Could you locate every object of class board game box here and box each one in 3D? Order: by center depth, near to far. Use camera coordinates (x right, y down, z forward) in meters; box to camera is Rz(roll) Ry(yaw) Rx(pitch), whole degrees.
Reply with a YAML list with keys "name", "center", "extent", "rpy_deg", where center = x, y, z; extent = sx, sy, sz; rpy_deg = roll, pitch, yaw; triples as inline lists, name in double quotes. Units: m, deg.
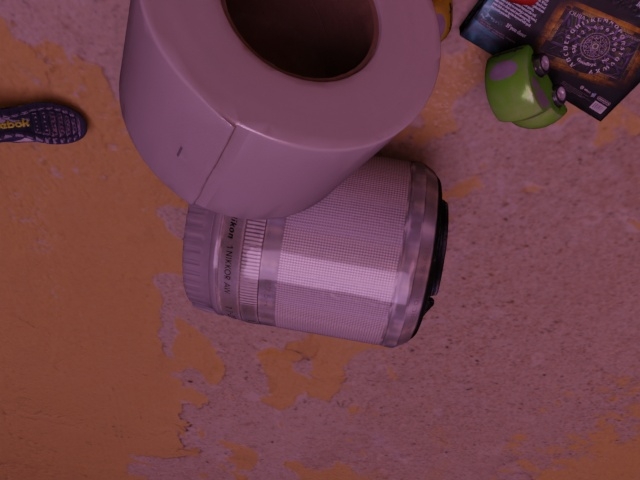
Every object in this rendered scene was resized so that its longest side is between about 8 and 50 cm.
- name: "board game box"
  center: [0.252, -0.214, 0.573]
  extent: [0.186, 0.026, 0.126]
  rpy_deg: [26, 131, -12]

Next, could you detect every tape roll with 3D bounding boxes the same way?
- name: "tape roll"
  center: [-0.043, -0.157, 0.503]
  extent: [0.246, 0.246, 0.169]
  rpy_deg: [28, 157, -14]

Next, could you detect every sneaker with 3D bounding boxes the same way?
- name: "sneaker"
  center: [-0.374, -0.150, 0.741]
  extent: [0.144, 0.059, 0.053]
  rpy_deg: [-1, 101, -9]

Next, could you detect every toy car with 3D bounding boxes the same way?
- name: "toy car"
  center: [0.165, -0.180, 0.547]
  extent: [0.239, 0.053, 0.225]
  rpy_deg: [-5, 139, 50]

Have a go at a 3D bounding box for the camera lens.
- name: "camera lens"
  center: [0.000, 0.000, 0.684]
  extent: [0.274, 0.219, 0.219]
  rpy_deg: [10, 133, 3]
